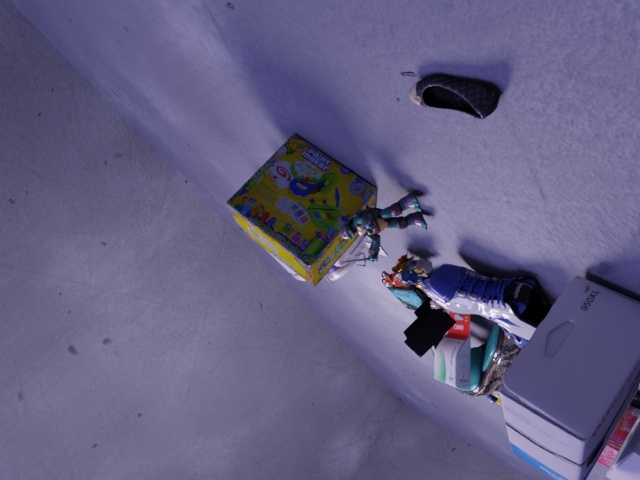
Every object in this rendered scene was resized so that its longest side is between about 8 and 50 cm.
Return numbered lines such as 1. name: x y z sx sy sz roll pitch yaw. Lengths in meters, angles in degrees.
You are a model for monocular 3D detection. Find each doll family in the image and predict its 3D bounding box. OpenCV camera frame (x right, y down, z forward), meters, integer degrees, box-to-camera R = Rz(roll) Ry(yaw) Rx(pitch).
1. doll family: 0.299 0.111 1.501 0.263 0.118 0.163 26 162 -14

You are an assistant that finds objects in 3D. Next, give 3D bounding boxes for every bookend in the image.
1. bookend: 0.330 0.267 1.640 0.072 0.157 0.156 43 -176 -6

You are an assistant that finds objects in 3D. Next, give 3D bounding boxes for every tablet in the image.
1. tablet: 0.184 0.029 1.706 0.054 0.006 0.083 49 163 -27

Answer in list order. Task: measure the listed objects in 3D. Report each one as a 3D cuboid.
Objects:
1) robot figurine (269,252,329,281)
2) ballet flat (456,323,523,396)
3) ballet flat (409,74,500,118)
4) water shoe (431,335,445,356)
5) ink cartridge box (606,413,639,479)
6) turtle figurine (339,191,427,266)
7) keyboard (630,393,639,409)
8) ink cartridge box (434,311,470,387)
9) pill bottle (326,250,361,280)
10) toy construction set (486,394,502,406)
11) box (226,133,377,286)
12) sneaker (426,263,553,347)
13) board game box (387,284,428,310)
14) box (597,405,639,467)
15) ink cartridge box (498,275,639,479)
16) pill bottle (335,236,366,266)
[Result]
1. robot figurine: -0.088 0.013 1.959 0.353 0.200 0.300 45 -155 -15
2. ballet flat: 0.523 0.370 1.510 0.182 0.164 0.482 16 153 5
3. ballet flat: 0.204 -0.229 0.832 0.173 0.049 0.057 24 156 49
4. water shoe: 0.396 0.351 1.774 0.080 0.073 0.203 85 177 -52
5. ink cartridge box: 0.778 0.467 1.051 0.270 0.198 0.197 32 156 29
6. turtle figurine: 0.131 -0.031 1.251 0.175 0.234 0.118 47 -157 -65
7. keyboard: 0.761 0.412 1.303 0.317 0.033 0.201 36 159 24
8. ink cartridge box: 0.398 0.320 1.577 0.056 0.224 0.181 1 172 -7
9. pill bottle: 0.000 0.000 1.800 0.265 0.153 0.153 44 165 -8
10. toy construction set: 0.628 0.513 1.731 0.327 0.151 0.215 46 169 28
11. box: -0.044 -0.084 1.422 0.290 0.279 0.177 37 164 18
12. sneaker: 0.415 0.125 1.208 0.316 0.127 0.182 28 157 22
13. board game box: 0.320 0.200 1.813 0.126 0.026 0.186 46 165 -14
14. box: 0.685 0.469 1.332 0.257 0.128 0.122 13 145 56
15. ink cartridge box: 0.518 0.304 1.053 0.166 0.285 0.395 28 160 38
16. pill bottle: -0.011 -0.065 1.614 0.301 0.169 0.169 36 164 23
